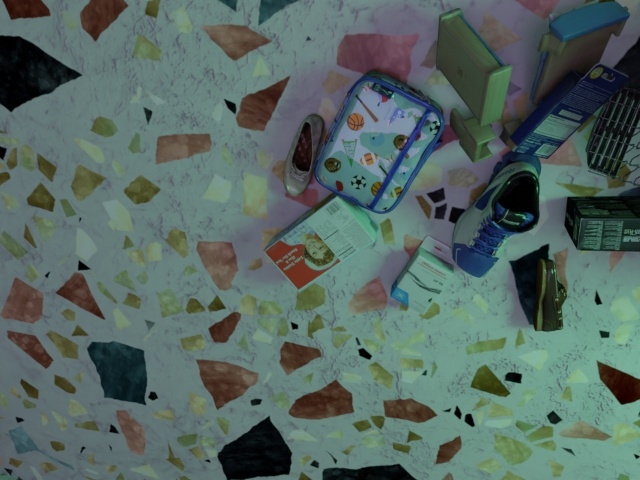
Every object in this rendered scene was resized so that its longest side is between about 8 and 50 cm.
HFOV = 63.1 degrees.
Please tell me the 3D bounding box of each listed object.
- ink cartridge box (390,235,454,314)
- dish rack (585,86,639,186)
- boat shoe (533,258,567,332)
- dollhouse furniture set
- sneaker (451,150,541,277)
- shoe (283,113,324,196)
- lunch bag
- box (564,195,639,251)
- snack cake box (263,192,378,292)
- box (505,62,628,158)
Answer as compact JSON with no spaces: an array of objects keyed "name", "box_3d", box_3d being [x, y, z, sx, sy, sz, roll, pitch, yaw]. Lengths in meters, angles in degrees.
[{"name":"ink cartridge box","box_3d":[0.269,0.090,1.341,0.104,0.060,0.180,29,117,0]},{"name":"dish rack","box_3d":[0.696,-0.190,1.076,0.272,0.074,0.208,21,93,10]},{"name":"boat shoe","box_3d":[0.568,0.135,1.285,0.073,0.073,0.206,-3,120,13]},{"name":"dollhouse furniture set","box_3d":[0.426,-0.368,1.093,0.304,0.198,0.286,-21,149,-3]},{"name":"sneaker","box_3d":[0.397,-0.045,1.183,0.128,0.182,0.315,24,116,5]},{"name":"shoe","box_3d":[-0.049,-0.205,1.290,0.077,0.058,0.218,20,117,5]},{"name":"lunch bag","box_3d":[0.141,-0.224,1.207,0.243,0.115,0.303,28,118,-2]},{"name":"box","box_3d":[0.647,-0.039,1.143,0.180,0.147,0.077,0,113,13]},{"name":"snack cake box","box_3d":[0.000,0.000,1.353,0.264,0.089,0.152,-35,103,25]},{"name":"box","box_3d":[0.505,-0.267,1.072,0.225,0.137,0.036,-52,50,38]}]
